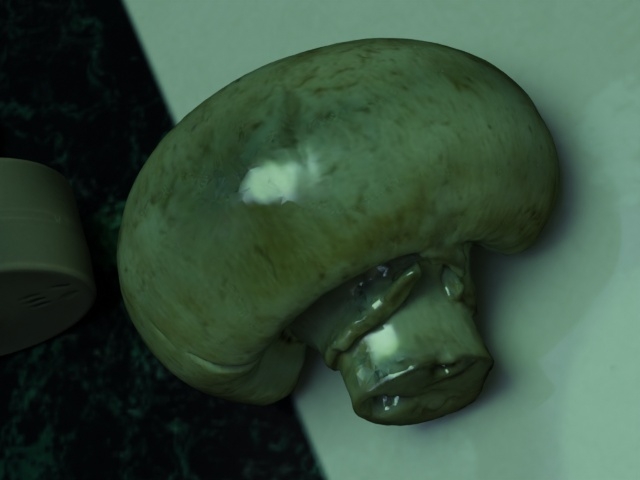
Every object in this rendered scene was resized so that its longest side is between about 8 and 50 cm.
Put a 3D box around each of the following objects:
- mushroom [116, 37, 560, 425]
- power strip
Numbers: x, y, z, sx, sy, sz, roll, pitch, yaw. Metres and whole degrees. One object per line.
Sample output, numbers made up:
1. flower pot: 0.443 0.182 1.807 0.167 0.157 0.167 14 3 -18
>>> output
1. mushroom: 0.000 0.000 0.991 0.254 0.189 0.195 -34 64 23
2. power strip: -0.216 0.016 1.107 0.154 0.154 0.078 -23 68 19
